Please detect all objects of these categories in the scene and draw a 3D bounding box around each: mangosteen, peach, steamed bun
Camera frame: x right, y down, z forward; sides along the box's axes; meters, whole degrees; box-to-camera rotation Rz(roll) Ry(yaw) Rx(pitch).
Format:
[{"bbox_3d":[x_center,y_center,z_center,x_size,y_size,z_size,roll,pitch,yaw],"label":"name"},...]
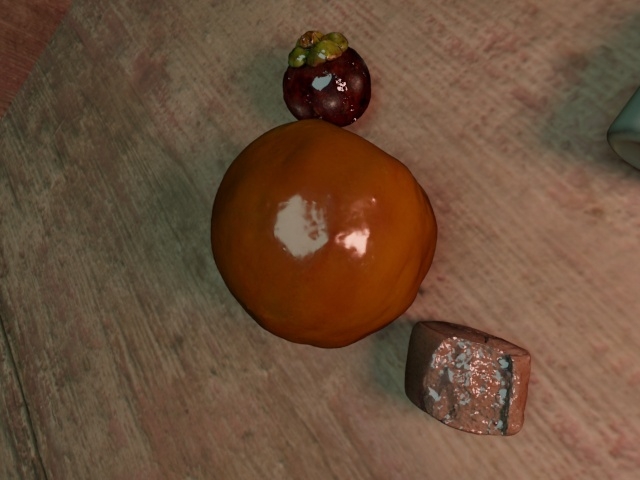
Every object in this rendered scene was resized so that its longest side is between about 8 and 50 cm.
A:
[{"bbox_3d":[0.007,-0.293,0.786,0.166,0.180,0.166,-8,50,10],"label":"mangosteen"},{"bbox_3d":[0.000,0.000,0.653,0.343,0.343,0.301,35,98,29],"label":"peach"},{"bbox_3d":[0.207,0.200,0.636,0.175,0.106,0.144,10,88,28],"label":"steamed bun"}]

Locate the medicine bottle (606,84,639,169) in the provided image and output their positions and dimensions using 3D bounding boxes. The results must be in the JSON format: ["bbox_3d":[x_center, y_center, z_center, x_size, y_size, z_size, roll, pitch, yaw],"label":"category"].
[{"bbox_3d":[0.474,-0.187,0.522,0.139,0.139,0.225,37,101,29],"label":"medicine bottle"}]
